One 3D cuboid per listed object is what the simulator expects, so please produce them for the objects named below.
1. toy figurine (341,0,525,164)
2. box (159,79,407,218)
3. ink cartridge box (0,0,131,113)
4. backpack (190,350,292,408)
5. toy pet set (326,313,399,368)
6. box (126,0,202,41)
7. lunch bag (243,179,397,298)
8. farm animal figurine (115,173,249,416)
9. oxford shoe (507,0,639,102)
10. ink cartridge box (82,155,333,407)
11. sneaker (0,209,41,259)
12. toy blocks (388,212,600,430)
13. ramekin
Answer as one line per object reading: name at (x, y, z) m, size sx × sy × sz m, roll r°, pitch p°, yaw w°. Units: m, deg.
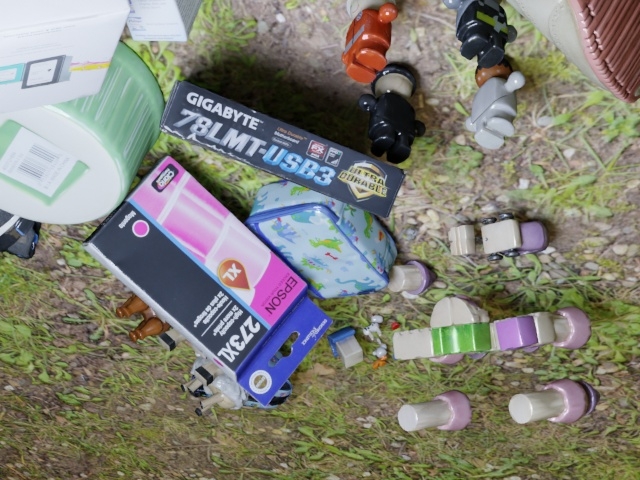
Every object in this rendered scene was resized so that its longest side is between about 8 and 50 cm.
toy figurine at (0.138, -0.214, 1.343) m, size 0.209 × 0.148 × 0.213 m, roll -8°, pitch 137°, yaw 15°
box at (-0.061, -0.122, 1.430) m, size 0.295 × 0.073 × 0.293 m, roll 21°, pitch -175°, yaw -9°
ink cartridge box at (-0.345, -0.275, 1.225) m, size 0.197 × 0.198 × 0.270 m, roll -14°, pitch 174°, yaw -20°
backpack at (-0.132, 0.228, 1.999) m, size 0.173 × 0.117 × 0.158 m, roll 19°, pitch 142°, yaw -8°
toy pet set at (0.076, 0.173, 1.940) m, size 0.114 × 0.065 × 0.122 m, roll -23°, pitch 146°, yaw -12°
box at (-0.188, -0.324, 1.296) m, size 0.072 × 0.126 × 0.137 m, roll 3°, pitch 142°, yaw 14°
lunch bag at (0.000, 0.000, 1.693) m, size 0.176 × 0.090 × 0.219 m, roll -8°, pitch 138°, yaw 35°
farm animal figurine at (-0.190, 0.078, 1.767) m, size 0.327 × 0.172 × 0.330 m, roll 48°, pitch 149°, yaw 18°
oxford shoe at (0.266, -0.299, 1.234) m, size 0.146 × 0.140 × 0.397 m, roll 21°, pitch 162°, yaw 45°
ink cartridge box at (-0.152, 0.064, 1.634) m, size 0.371 × 0.176 × 0.069 m, roll 44°, pitch 163°, yaw -16°
sneaker at (-0.545, 0.007, 1.859) m, size 0.121 × 0.079 × 0.217 m, roll 32°, pitch 137°, yaw -22°
toy blocks at (0.288, 0.133, 1.725) m, size 0.260 × 0.309 × 0.288 m, roll 0°, pitch 171°, yaw -43°
ramekin at (-0.381, -0.158, 1.543) m, size 0.303 × 0.148 × 0.303 m, roll 8°, pitch 143°, yaw 6°
